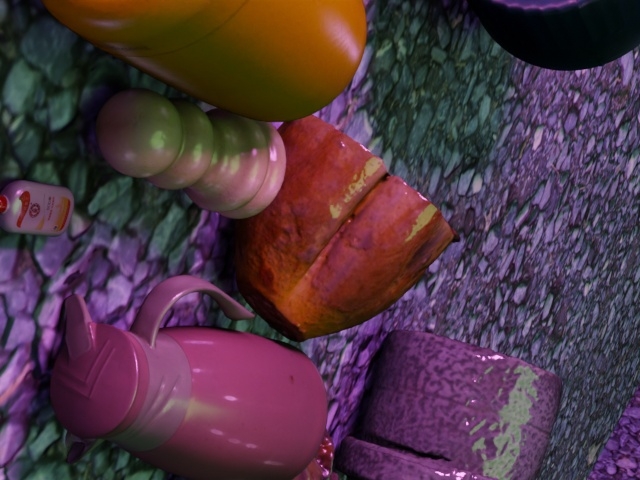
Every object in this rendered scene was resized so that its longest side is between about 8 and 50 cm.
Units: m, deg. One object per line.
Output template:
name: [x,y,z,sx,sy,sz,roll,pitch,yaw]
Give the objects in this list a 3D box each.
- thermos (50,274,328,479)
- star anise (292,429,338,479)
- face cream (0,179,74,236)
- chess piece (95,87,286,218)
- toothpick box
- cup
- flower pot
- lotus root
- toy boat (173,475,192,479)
thermos: [-0.112,0.126,0.950,0.265,0.146,0.176,29,86,-57]
star anise: [-0.033,0.312,1.287,0.212,0.073,0.197,-35,139,-51]
face cream: [-0.214,-0.024,0.787,0.083,0.021,0.040,7,101,-61]
chess piece: [-0.113,-0.076,0.877,0.170,0.094,0.094,14,96,-54]
toothpick box: [-0.069,-0.185,0.781,0.175,0.175,0.271,-68,156,-2]
cup: [0.255,-0.348,1.126,0.292,0.242,0.308,-4,107,-71]
flower pot: [0.160,0.284,1.425,0.299,0.299,0.283,38,66,-61]
lotus root: [0.001,0.000,1.029,0.180,0.188,0.199,-51,151,-12]
toy boat: [-0.121,0.327,1.136,0.127,0.078,0.283,2,105,-65]
